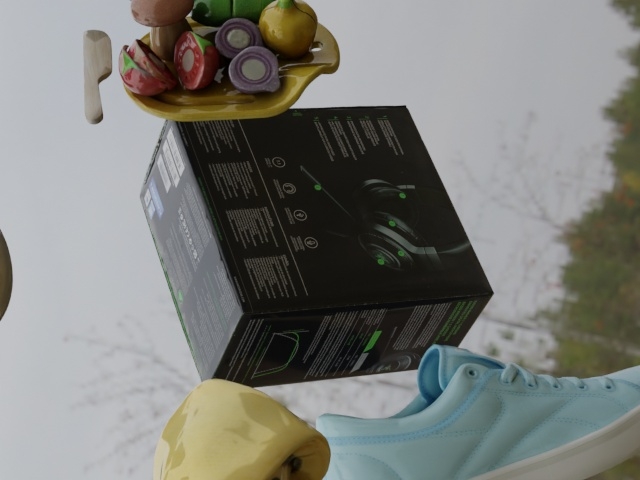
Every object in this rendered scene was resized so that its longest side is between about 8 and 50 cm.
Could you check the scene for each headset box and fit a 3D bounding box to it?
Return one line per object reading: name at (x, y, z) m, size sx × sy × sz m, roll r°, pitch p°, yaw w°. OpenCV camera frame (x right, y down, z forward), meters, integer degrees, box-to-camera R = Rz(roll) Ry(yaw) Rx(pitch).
headset box at (0.000, 0.000, 1.495) m, size 0.246 × 0.283 × 0.131 m, roll 67°, pitch 148°, yaw 32°

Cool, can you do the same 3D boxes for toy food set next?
toy food set at (-0.095, -0.161, 1.229) m, size 0.071 × 0.217 × 0.128 m, roll 81°, pitch -173°, yaw -47°

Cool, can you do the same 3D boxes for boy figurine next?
boy figurine at (-0.069, 0.214, 0.777) m, size 0.177 × 0.092 × 0.285 m, roll 48°, pitch -123°, yaw -59°

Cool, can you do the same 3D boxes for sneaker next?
sneaker at (0.164, 0.150, 1.363) m, size 0.135 × 0.365 × 0.150 m, roll -22°, pitch 86°, yaw 68°

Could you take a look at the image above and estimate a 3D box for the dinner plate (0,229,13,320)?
dinner plate at (-0.274, 0.008, 1.092) m, size 0.141 × 0.017 × 0.141 m, roll 28°, pitch -130°, yaw -38°
